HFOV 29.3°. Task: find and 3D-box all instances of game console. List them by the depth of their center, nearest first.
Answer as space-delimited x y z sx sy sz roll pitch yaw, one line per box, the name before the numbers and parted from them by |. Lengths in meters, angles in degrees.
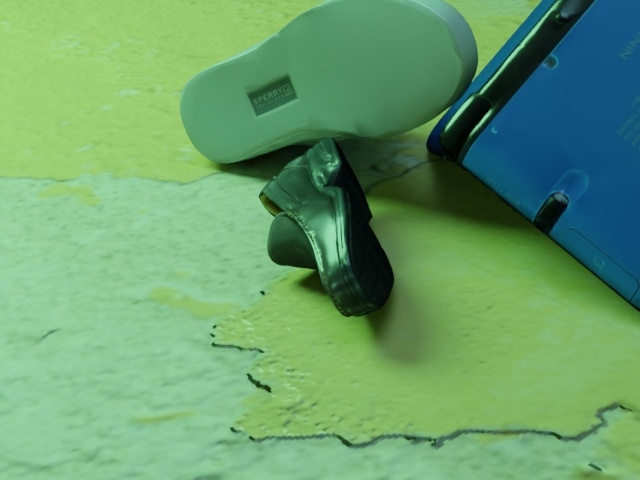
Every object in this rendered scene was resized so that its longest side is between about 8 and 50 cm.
game console | 0.218 -0.120 0.733 0.250 0.293 0.173 43 6 26

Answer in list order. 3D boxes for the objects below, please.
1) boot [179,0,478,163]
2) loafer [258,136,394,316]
boot | 0.025 -0.118 0.817 0.258 0.095 0.123 -6 16 47
loafer | 0.000 0.000 0.705 0.061 0.062 0.170 -27 23 7
